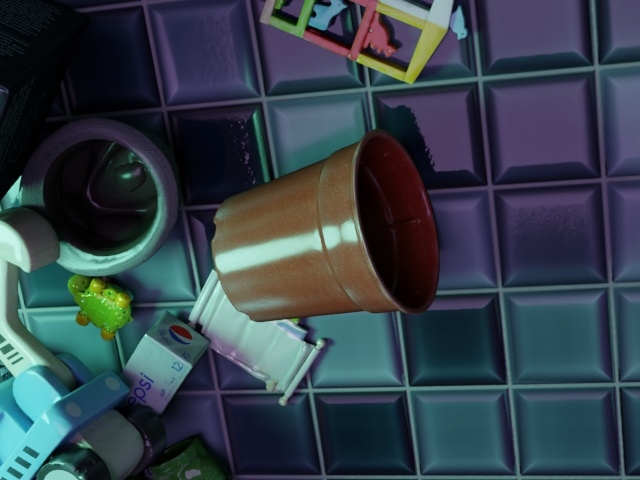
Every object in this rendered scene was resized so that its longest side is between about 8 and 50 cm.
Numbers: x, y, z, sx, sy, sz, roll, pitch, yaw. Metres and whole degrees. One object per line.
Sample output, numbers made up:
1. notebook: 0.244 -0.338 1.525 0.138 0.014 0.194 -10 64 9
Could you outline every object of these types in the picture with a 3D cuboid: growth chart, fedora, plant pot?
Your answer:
1. growth chart: -0.107 0.149 1.850 0.237 0.021 0.172 37 114 -1
2. fedora: -0.328 -0.083 1.763 0.275 0.124 0.244 -38 96 29
3. plant pot: 0.000 0.000 1.650 0.265 0.272 0.272 -14 106 27

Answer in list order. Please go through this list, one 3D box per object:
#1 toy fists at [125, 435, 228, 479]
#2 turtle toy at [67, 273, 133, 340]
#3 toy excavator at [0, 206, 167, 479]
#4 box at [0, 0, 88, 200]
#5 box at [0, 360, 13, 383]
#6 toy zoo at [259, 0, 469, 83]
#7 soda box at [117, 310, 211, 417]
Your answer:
1. toy fists: -0.283 0.463 1.972 0.279 0.096 0.142 -30 101 21
2. turtle toy: -0.370 0.100 1.875 0.130 0.066 0.095 30 114 3
3. toy excavator: -0.459 0.231 1.778 0.445 0.222 0.433 43 118 6
4. box: -0.528 -0.196 1.612 0.212 0.395 0.294 25 114 -7
5. box: -0.657 0.282 1.979 0.307 0.076 0.243 13 113 23
6. toy zoo: 0.076 -0.352 1.611 0.293 0.030 0.192 24 114 5
7. soda box: -0.302 0.261 1.894 0.098 0.091 0.286 34 118 1
